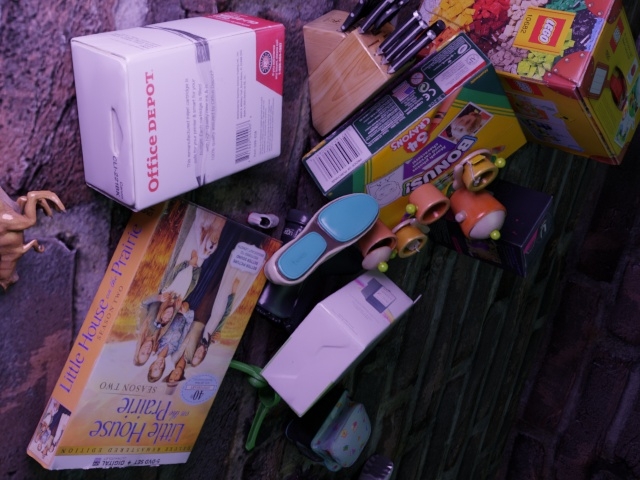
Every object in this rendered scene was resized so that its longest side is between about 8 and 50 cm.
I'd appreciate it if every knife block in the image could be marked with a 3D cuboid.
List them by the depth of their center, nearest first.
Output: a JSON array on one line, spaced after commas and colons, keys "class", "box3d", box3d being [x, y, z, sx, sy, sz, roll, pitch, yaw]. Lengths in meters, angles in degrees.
[{"class": "knife block", "box3d": [0.093, -0.283, 1.168, 0.088, 0.242, 0.276, -39, 139, -35]}]

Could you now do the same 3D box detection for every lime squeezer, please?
[{"class": "lime squeezer", "box3d": [-0.134, 0.288, 1.388, 0.109, 0.059, 0.311, -21, 135, -10]}]

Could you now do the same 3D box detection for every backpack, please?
[{"class": "backpack", "box3d": [0.029, 0.430, 1.619, 0.166, 0.144, 0.188, -57, 150, -25]}]

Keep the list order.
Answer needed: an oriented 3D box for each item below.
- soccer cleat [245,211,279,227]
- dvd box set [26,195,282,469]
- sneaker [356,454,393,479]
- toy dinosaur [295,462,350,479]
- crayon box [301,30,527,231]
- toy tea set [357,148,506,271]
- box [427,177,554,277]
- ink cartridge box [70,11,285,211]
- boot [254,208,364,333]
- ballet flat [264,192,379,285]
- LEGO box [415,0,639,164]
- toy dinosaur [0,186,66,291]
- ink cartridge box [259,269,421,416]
[{"class": "soccer cleat", "box3d": [-0.094, -0.033, 1.243, 0.083, 0.035, 0.029, 11, 101, -57]}, {"class": "dvd box set", "box3d": [-0.240, 0.150, 1.121, 0.307, 0.062, 0.421, 27, 87, -57]}, {"class": "sneaker", "box3d": [0.114, 0.718, 1.952, 0.281, 0.105, 0.115, -32, 134, -43]}, {"class": "toy dinosaur", "box3d": [-0.020, 0.674, 1.704, 0.322, 0.164, 0.219, -62, 172, -50]}, {"class": "crayon box", "box3d": [0.192, -0.172, 1.363, 0.362, 0.106, 0.313, -38, 148, 11]}, {"class": "toy tea set", "box3d": [0.230, -0.024, 1.388, 0.336, 0.124, 0.200, -31, 152, -1]}, {"class": "box", "box3d": [0.412, -0.051, 1.752, 0.165, 0.270, 0.143, -53, 146, -21]}, {"class": "ink cartridge box", "box3d": [-0.179, -0.182, 0.952, 0.272, 0.114, 0.197, -29, 133, -45]}, {"class": "boot", "box3d": [-0.026, 0.078, 1.355, 0.246, 0.094, 0.207, 36, 76, -51]}, {"class": "ballet flat", "box3d": [0.000, 0.000, 1.243, 0.248, 0.086, 0.086, -35, 136, -29]}, {"class": "LEGO box", "box3d": [0.461, -0.363, 1.536, 0.500, 0.372, 0.193, 21, 92, -58]}, {"class": "toy dinosaur", "box3d": [-0.363, -0.029, 0.828, 0.112, 0.064, 0.212, -36, 136, -38]}, {"class": "ink cartridge box", "box3d": [0.054, 0.179, 1.418, 0.207, 0.119, 0.353, -51, 168, 25]}]
